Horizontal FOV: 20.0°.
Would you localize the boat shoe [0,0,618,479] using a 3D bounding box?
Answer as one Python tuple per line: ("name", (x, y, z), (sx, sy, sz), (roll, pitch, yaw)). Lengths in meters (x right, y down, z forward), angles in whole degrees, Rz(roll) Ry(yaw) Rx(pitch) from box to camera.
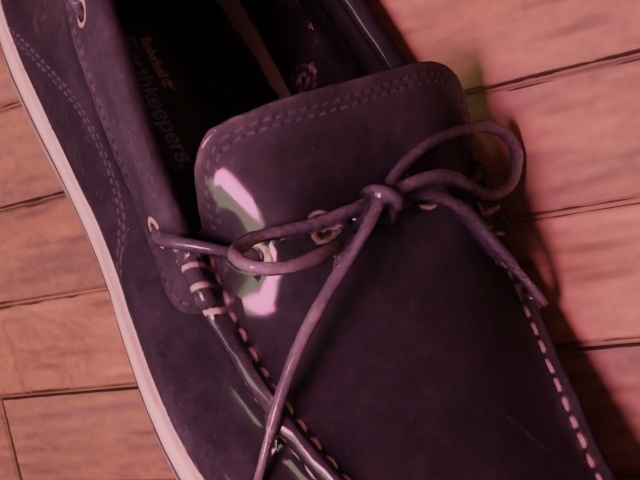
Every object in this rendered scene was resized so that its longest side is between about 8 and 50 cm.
("boat shoe", (0.000, 0.000, 0.829), (0.500, 0.186, 0.156), (58, 143, 26))
